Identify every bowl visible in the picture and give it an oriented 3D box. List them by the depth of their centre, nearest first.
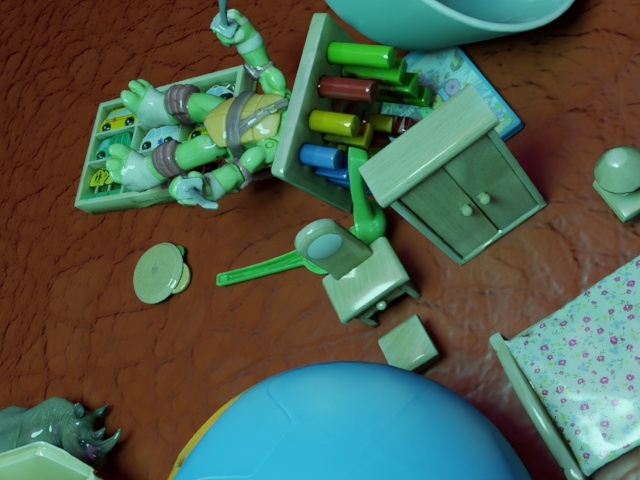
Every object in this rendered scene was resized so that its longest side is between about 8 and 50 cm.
[{"bbox_3d":[0.101,-0.318,0.739,0.163,0.311,0.311,-28,50,60],"label":"bowl"}]

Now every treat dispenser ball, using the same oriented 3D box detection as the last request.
[{"bbox_3d":[0.019,0.231,0.524,0.288,0.288,0.288,-13,63,28],"label":"treat dispenser ball"}]

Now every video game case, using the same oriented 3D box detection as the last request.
[{"bbox_3d":[0.125,-0.142,0.793,0.119,0.015,0.166,-37,54,14],"label":"video game case"}]

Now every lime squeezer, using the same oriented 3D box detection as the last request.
[{"bbox_3d":[0.000,0.000,0.765,0.310,0.110,0.059,-38,66,52],"label":"lime squeezer"}]

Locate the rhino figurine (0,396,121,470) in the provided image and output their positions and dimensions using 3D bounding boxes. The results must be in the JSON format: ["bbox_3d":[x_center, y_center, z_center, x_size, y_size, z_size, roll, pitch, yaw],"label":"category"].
[{"bbox_3d":[-0.336,0.245,0.887,0.243,0.073,0.106,-15,65,26],"label":"rhino figurine"}]

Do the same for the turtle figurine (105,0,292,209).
[{"bbox_3d":[-0.135,-0.142,0.787,0.266,0.275,0.198,-4,102,34],"label":"turtle figurine"}]

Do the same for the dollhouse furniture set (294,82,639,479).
[{"bbox_3d":[0.168,0.074,0.571,0.303,0.174,0.355,-37,54,15],"label":"dollhouse furniture set"}]

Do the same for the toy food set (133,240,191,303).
[{"bbox_3d":[-0.201,0.040,0.921,0.083,0.020,0.082,-34,55,17],"label":"toy food set"}]

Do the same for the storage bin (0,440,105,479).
[{"bbox_3d":[-0.352,0.368,0.739,0.260,0.123,0.262,-24,36,32],"label":"storage bin"}]

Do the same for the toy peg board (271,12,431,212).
[{"bbox_3d":[0.042,-0.117,0.735,0.079,0.161,0.160,13,85,29],"label":"toy peg board"}]

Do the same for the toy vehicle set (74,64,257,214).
[{"bbox_3d":[-0.212,-0.130,0.993,0.267,0.035,0.166,-6,66,31],"label":"toy vehicle set"}]
